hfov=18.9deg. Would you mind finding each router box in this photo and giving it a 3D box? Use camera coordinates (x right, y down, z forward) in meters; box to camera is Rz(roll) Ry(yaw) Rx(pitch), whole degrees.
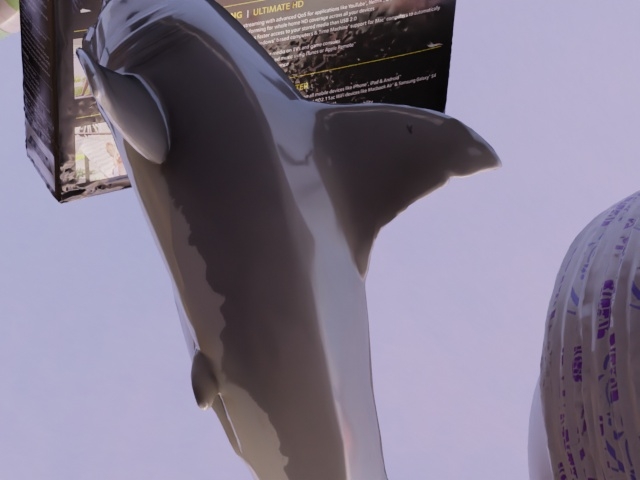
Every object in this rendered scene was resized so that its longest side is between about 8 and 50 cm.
[{"bbox_3d":[-0.030,-0.097,0.775,0.178,0.133,0.046,-13,-142,-23],"label":"router box"}]

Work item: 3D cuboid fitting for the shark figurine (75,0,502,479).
[{"bbox_3d":[0.009,0.020,0.589,0.116,0.166,0.278,-21,-97,-3],"label":"shark figurine"}]

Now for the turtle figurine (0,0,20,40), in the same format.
[{"bbox_3d":[-0.223,-0.185,0.968,0.197,0.275,0.266,-6,-143,3],"label":"turtle figurine"}]

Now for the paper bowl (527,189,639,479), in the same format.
[{"bbox_3d":[0.207,0.104,0.880,0.148,0.284,0.284,-27,-110,43],"label":"paper bowl"}]
